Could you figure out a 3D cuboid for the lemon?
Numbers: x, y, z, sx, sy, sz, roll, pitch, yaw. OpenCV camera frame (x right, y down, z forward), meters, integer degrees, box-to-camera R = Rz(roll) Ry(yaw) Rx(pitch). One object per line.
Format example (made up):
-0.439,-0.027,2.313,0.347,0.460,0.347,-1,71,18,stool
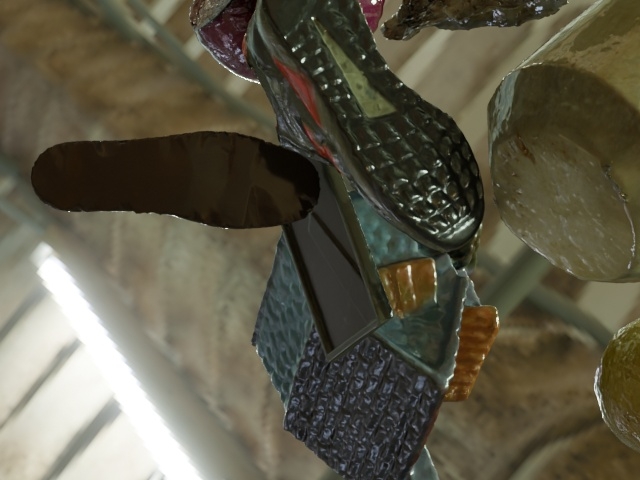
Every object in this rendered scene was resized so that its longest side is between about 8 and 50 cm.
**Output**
0.405,0.161,1.932,0.180,0.180,0.193,-52,179,-7,lemon

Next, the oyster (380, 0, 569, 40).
0.288,-0.393,2.651,0.396,0.204,0.111,-18,-99,33,oyster

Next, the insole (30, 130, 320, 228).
-0.163,-0.070,1.922,0.007,0.328,0.111,128,-37,-84,insole

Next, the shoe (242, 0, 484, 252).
0.024,-0.114,1.777,0.132,0.336,0.171,-39,-176,-31,shoe

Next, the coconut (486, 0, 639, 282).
0.341,-0.115,1.853,0.323,0.323,0.323,-38,-154,22,coconut

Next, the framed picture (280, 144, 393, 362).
0.000,0.000,1.974,0.023,0.260,0.189,-15,167,-24,framed picture

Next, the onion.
-0.037,-0.334,2.436,0.256,0.230,0.272,-36,-147,36,onion

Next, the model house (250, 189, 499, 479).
0.112,0.152,2.268,0.360,0.297,0.339,109,-33,-49,model house
